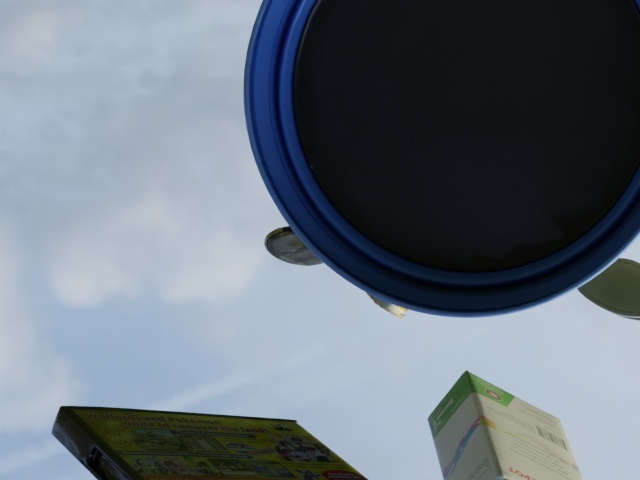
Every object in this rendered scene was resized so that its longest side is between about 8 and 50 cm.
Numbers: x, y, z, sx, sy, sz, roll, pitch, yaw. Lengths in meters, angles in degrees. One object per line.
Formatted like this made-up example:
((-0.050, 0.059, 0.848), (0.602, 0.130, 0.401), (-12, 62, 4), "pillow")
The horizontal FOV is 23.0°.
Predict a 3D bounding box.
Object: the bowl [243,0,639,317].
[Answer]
((0.129, -0.131, 1.385), (0.391, 0.391, 0.077), (2, -173, 11), "bowl")

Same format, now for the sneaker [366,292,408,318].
((0.065, 0.004, 1.785), (0.185, 0.084, 0.069), (50, -168, 33), "sneaker")

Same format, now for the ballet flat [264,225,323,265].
((0.000, 0.000, 2.102), (0.173, 0.057, 0.049), (-3, -152, -29), "ballet flat")

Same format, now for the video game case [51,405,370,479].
((-0.058, 0.218, 1.363), (0.274, 0.035, 0.248), (9, -164, -41), "video game case")

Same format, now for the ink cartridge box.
((0.225, 0.273, 1.858), (0.154, 0.093, 0.212), (29, -159, -21), "ink cartridge box")

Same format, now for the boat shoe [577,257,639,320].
((0.467, 0.081, 2.187), (0.227, 0.081, 0.068), (14, 168, 30), "boat shoe")
